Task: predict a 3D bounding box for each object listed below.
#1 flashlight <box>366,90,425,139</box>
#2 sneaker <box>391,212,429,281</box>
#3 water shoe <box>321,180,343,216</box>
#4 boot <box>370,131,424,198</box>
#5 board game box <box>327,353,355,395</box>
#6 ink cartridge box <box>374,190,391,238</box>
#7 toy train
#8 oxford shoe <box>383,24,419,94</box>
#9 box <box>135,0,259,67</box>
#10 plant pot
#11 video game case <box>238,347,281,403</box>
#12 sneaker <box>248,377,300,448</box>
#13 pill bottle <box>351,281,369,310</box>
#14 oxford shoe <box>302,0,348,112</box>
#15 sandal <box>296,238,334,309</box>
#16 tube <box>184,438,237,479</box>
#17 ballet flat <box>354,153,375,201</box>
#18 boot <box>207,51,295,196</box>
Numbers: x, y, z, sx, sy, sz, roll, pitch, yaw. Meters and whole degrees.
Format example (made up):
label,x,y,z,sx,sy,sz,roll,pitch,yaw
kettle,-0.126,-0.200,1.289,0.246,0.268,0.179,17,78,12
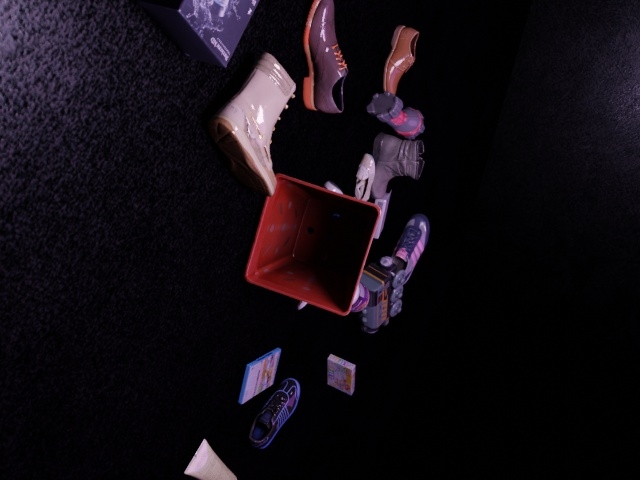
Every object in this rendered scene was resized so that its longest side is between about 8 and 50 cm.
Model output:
label,x,y,z,sx,sy,sz,roll,pitch,yaw
flashlight,0.245,-0.390,1.883,0.103,0.103,0.304,-61,160,8
sneaker,0.357,0.036,2.475,0.319,0.112,0.131,-71,160,0
water shoe,0.033,-0.098,1.731,0.080,0.073,0.203,-44,149,-4
boot,0.244,-0.220,1.952,0.083,0.161,0.247,-43,145,-45
board game box,0.076,0.498,2.247,0.026,0.103,0.154,-47,148,-41
ink cartridge box,0.211,-0.102,2.157,0.179,0.045,0.146,-60,162,-69
toy train,0.217,0.210,2.299,0.190,0.142,0.334,-39,146,-30
oxford shoe,0.238,-0.524,1.801,0.076,0.076,0.213,-26,134,-61
box,-0.184,-0.389,0.960,0.158,0.093,0.156,-65,157,-7
plant pot,0.000,0.000,1.510,0.235,0.267,0.268,-22,130,-78
video game case,-0.170,0.381,1.722,0.166,0.015,0.119,-15,122,-62
sneaker,-0.137,0.514,1.820,0.232,0.081,0.090,-60,162,-18
pill bottle,0.086,0.172,1.995,0.108,0.108,0.193,-67,156,-5
oxford shoe,0.022,-0.420,1.378,0.097,0.098,0.272,-47,148,-42
sandal,-0.018,0.068,1.719,0.265,0.076,0.102,-61,-179,9
tube,-0.287,0.608,1.608,0.240,0.062,0.070,69,3,-51
ballet flat,0.134,-0.185,1.877,0.052,0.057,0.168,-34,139,-39
boot,-0.116,-0.229,1.246,0.204,0.095,0.262,-62,152,-21
